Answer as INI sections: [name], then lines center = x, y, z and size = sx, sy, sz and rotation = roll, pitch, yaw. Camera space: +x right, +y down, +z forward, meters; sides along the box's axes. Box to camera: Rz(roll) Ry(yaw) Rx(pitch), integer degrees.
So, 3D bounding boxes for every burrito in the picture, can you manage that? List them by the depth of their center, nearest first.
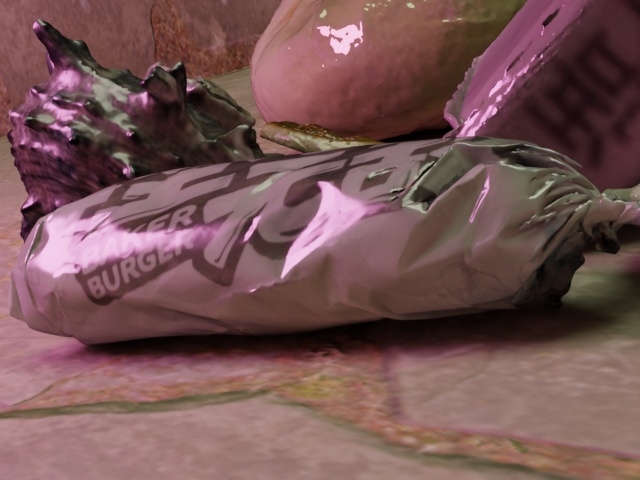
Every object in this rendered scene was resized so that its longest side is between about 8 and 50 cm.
[burrito]
center = 0.000, 0.000, 0.840
size = 0.446, 0.101, 0.139
rotation = -6, 16, 40

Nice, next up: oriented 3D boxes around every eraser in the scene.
[eraser]
center = 0.238, -0.188, 0.926
size = 0.359, 0.122, 0.272
rotation = -50, 3, 19

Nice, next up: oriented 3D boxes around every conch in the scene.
[conch]
center = -0.140, -0.073, 1.220
size = 0.241, 0.186, 0.313
rotation = 10, -18, -22

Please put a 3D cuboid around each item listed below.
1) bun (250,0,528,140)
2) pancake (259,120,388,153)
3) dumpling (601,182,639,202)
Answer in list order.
[bun]
center = 0.094, -0.222, 1.533
size = 0.361, 0.213, 0.361
rotation = -13, 9, 2
[pancake]
center = 0.024, -0.083, 1.290
size = 0.158, 0.028, 0.158
rotation = 8, 5, -1
[dumpling]
center = 0.222, -0.046, 0.742
size = 0.167, 0.126, 0.216
rotation = -26, 20, -7
